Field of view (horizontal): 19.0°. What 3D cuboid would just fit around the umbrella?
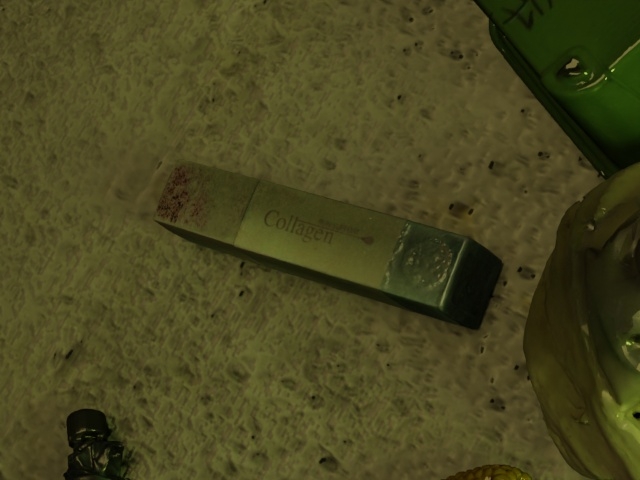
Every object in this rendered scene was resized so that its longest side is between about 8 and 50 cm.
[{"bbox_3d":[-0.199,0.253,1.655,0.071,0.080,0.224,127,140,-49],"label":"umbrella"}]

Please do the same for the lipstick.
[{"bbox_3d":[0.000,0.000,1.622,0.317,0.068,0.066,16,81,36],"label":"lipstick"}]

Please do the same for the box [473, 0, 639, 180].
[{"bbox_3d":[0.271,-0.234,1.474,0.328,0.178,0.253,-43,53,11],"label":"box"}]

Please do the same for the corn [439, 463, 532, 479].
[{"bbox_3d":[0.068,0.235,1.483,0.231,0.080,0.080,-23,61,26],"label":"corn"}]

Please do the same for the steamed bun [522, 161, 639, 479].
[{"bbox_3d":[0.278,0.065,1.335,0.280,0.207,0.268,29,88,35],"label":"steamed bun"}]
